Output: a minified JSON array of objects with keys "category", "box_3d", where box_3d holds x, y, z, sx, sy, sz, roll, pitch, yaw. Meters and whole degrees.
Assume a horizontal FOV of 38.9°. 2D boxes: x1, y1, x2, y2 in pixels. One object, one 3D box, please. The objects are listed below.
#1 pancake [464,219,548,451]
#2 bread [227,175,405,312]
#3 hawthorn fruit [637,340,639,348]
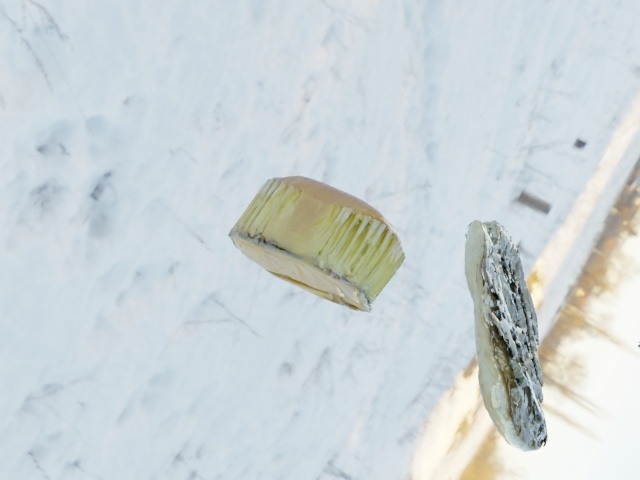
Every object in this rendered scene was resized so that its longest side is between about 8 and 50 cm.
[{"category":"pancake","box_3d":[0.297,0.139,1.458,0.382,0.071,0.383,-13,90,-72]},{"category":"bread","box_3d":[0.000,0.000,1.051,0.114,0.190,0.132,-56,156,-17]},{"category":"hawthorn fruit","box_3d":[0.636,0.217,1.389,0.276,0.307,0.276,-44,146,-41]}]
